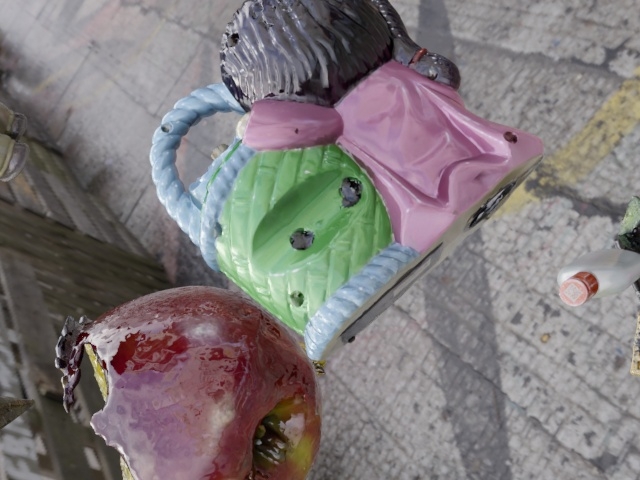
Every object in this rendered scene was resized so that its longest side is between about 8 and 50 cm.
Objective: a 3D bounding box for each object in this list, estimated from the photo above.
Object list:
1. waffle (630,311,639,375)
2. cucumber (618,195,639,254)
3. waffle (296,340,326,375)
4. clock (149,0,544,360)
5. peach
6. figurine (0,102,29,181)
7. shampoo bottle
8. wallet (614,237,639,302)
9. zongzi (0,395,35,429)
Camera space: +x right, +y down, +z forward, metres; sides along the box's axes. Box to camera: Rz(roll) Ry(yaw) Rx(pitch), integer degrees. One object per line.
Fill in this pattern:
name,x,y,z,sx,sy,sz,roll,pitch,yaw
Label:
waffle,0.537,0.162,1.166,0.148,0.042,0.102,8,87,28
cucumber,0.553,0.009,1.302,0.062,0.211,0.078,16,74,42
waffle,-0.139,0.247,1.681,0.329,0.329,0.062,-15,62,45
clock,0.001,-0.056,0.476,0.194,0.100,0.195,-40,77,-7
peach,-0.197,0.236,1.112,0.417,0.353,0.339,2,106,37
figurine,-0.544,-0.188,0.956,0.203,0.381,0.248,-27,51,42
shampoo bottle,0.416,0.054,1.200,0.108,0.221,0.051,2,101,35
wallet,0.577,0.063,1.422,0.018,0.082,0.156,-40,61,47
zongzi,-0.595,0.262,1.295,0.084,0.187,0.184,-66,-9,21
